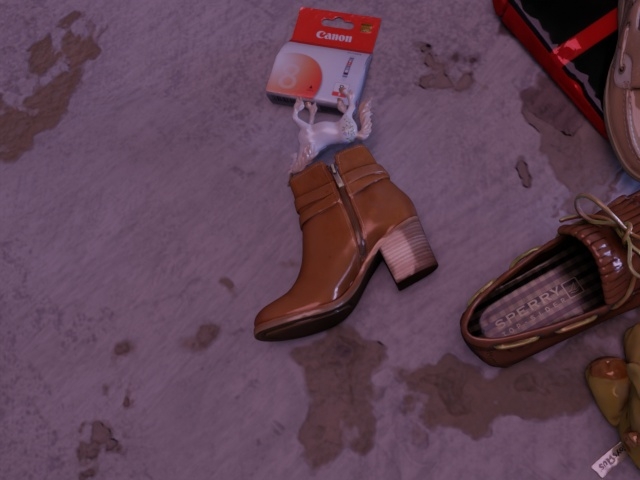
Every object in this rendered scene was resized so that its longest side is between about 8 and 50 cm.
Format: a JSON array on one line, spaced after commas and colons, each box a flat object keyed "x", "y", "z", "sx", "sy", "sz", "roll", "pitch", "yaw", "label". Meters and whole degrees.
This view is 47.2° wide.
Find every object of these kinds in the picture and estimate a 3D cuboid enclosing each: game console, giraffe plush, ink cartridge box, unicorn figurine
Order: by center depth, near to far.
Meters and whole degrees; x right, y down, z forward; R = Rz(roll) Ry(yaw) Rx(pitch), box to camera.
[{"x": 0.407, "y": 0.196, "z": 0.867, "sx": 0.181, "sy": 0.170, "sz": 0.210, "roll": 31, "pitch": 81, "yaw": 18, "label": "giraffe plush"}, {"x": 0.000, "y": -0.159, "z": 1.085, "sx": 0.161, "sy": 0.060, "sz": 0.111, "roll": -14, "pitch": 74, "yaw": 24, "label": "unicorn figurine"}, {"x": 0.492, "y": -0.368, "z": 1.091, "sx": 0.386, "sy": 0.060, "sz": 0.342, "roll": -34, "pitch": 76, "yaw": 0, "label": "game console"}, {"x": 0.008, "y": -0.293, "z": 1.161, "sx": 0.145, "sy": 0.045, "sz": 0.180, "roll": 12, "pitch": 79, "yaw": 14, "label": "ink cartridge box"}]

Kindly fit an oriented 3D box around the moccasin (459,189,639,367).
[{"x": 0.343, "y": 0.025, "z": 0.923, "sx": 0.379, "sy": 0.147, "sz": 0.139, "roll": -27, "pitch": 68, "yaw": 10, "label": "moccasin"}]

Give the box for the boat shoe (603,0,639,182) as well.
[{"x": 0.453, "y": -0.245, "z": 0.983, "sx": 0.121, "sy": 0.110, "sz": 0.341, "roll": 1, "pitch": 78, "yaw": 8, "label": "boat shoe"}]

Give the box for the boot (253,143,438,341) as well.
[{"x": 0.000, "y": 0.000, "z": 1.037, "sx": 0.283, "sy": 0.109, "sz": 0.220, "roll": -28, "pitch": 71, "yaw": -1, "label": "boot"}]
